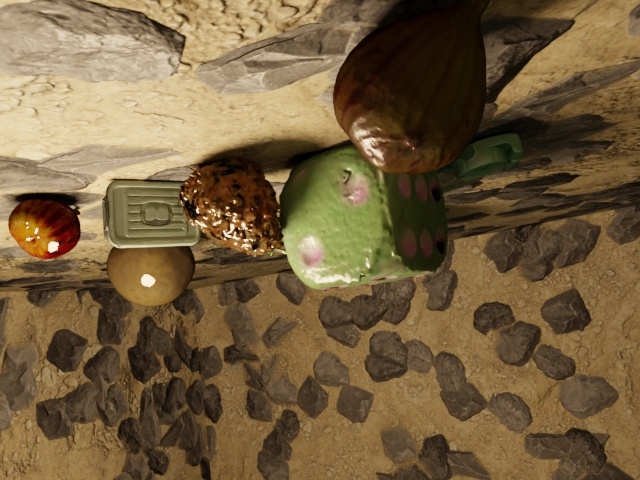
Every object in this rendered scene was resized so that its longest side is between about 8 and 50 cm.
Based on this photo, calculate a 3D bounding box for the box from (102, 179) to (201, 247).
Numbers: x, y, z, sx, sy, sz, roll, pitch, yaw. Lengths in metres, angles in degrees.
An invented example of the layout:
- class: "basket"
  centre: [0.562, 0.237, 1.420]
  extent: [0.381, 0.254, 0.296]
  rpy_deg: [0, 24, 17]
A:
- class: "box"
  centre: [-0.433, -0.062, 1.325]
  extent: [0.243, 0.163, 0.135]
  rpy_deg: [-3, 179, -35]

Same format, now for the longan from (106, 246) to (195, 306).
- class: "longan"
  centre: [-0.581, 0.090, 1.809]
  extent: [0.297, 0.298, 0.297]
  rpy_deg: [-8, 171, -1]

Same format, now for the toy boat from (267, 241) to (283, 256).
- class: "toy boat"
  centre: [-0.217, -0.003, 2.066]
  extent: [0.088, 0.089, 0.229]
  rpy_deg: [-32, 148, 6]

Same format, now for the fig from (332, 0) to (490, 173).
- class: "fig"
  centre: [0.165, -0.238, 0.695]
  extent: [0.216, 0.217, 0.321]
  rpy_deg: [-1, 147, -40]

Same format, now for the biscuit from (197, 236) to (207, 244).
- class: "biscuit"
  centre: [-0.525, 0.005, 2.096]
  extent: [0.152, 0.020, 0.152]
  rpy_deg: [-7, 170, -1]

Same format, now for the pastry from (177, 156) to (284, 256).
- class: "pastry"
  centre: [-0.188, -0.083, 1.211]
  extent: [0.274, 0.193, 0.275]
  rpy_deg: [23, 167, 6]

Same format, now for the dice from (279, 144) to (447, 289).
- class: "dice"
  centre: [0.114, -0.052, 1.308]
  extent: [0.330, 0.319, 0.322]
  rpy_deg: [-13, 171, 37]

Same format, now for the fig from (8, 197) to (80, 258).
- class: "fig"
  centre: [-0.662, -0.033, 1.312]
  extent: [0.202, 0.149, 0.148]
  rpy_deg: [-15, 164, -48]

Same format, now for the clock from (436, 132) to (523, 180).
- class: "clock"
  centre: [0.406, -0.206, 1.356]
  extent: [0.210, 0.066, 0.159]
  rpy_deg: [-15, 169, 10]

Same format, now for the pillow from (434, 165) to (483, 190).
- class: "pillow"
  centre: [0.308, -0.163, 1.580]
  extent: [0.274, 0.076, 0.280]
  rpy_deg: [-1, 163, -41]

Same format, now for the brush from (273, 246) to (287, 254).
- class: "brush"
  centre: [-0.127, 0.042, 1.953]
  extent: [0.336, 0.020, 0.085]
  rpy_deg: [15, -175, 2]

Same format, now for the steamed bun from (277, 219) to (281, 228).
- class: "steamed bun"
  centre: [-0.208, -0.031, 1.908]
  extent: [0.112, 0.091, 0.130]
  rpy_deg: [-11, 172, 36]
